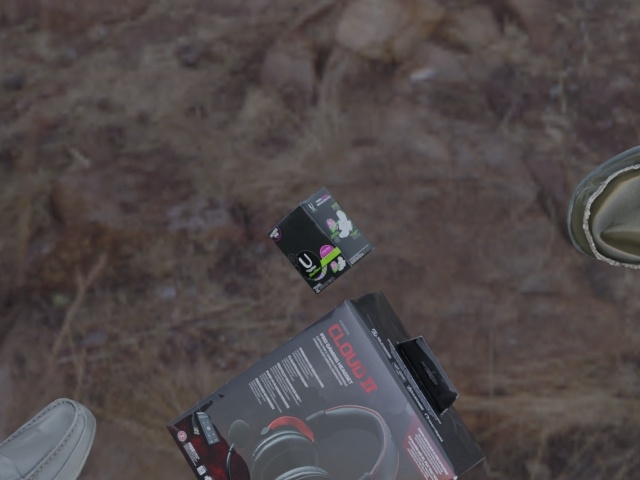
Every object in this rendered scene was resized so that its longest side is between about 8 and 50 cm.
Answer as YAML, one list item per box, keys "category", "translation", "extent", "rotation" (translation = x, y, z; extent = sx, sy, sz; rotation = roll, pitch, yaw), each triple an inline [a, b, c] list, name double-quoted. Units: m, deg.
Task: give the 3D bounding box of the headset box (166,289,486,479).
- category: "headset box"
  translation: [0.015, 0.206, 1.510]
  extent: [0.293, 0.218, 0.110]
  rotation: [-35, -10, 22]

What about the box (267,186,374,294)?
- category: "box"
  translation: [0.000, 0.000, 1.451]
  extent: [0.083, 0.062, 0.052]
  rotation: [51, 38, 2]

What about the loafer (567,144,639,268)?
- category: "loafer"
  translation: [0.301, -0.031, 1.011]
  extent: [0.251, 0.094, 0.087]
  rotation: [-11, 11, 14]

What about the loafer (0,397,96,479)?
- category: "loafer"
  translation: [-0.377, 0.289, 1.591]
  extent: [0.112, 0.111, 0.319]
  rotation: [4, 43, 42]
